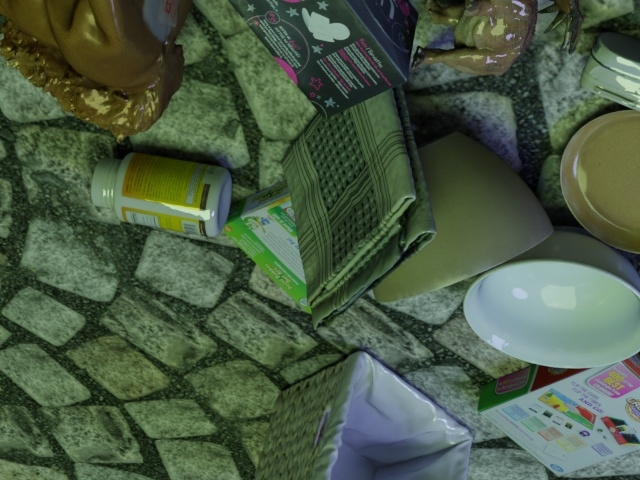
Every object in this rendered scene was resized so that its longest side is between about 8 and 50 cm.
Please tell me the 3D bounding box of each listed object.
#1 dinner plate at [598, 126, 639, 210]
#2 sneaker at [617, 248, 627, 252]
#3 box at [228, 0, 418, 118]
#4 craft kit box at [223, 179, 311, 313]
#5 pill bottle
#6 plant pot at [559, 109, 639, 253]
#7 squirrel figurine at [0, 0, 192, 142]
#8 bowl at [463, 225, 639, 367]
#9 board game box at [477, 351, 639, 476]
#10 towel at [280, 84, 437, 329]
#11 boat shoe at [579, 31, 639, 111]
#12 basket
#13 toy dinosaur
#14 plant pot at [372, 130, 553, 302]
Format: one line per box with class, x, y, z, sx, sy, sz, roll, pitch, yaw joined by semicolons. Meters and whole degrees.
dinner plate;0.478;-0.106;1.799;0.141;0.017;0.141;14;126;20
sneaker;0.513;-0.040;1.853;0.089;0.051;0.170;9;141;2
box;0.006;-0.319;1.633;0.142;0.163;0.247;-20;127;30
craft kit box;0.000;0.000;2.062;0.246;0.061;0.250;-23;125;33
pill bottle;-0.260;-0.079;2.012;0.215;0.117;0.117;10;138;7
plant pot;0.467;-0.088;1.785;0.236;0.032;0.236;15;126;21
squirrel figurine;-0.374;-0.325;1.679;0.370;0.281;0.397;13;136;14
bowl;0.379;0.070;1.942;0.297;0.134;0.298;9;145;7
board game box;0.483;0.302;2.222;0.242;0.064;0.316;40;133;-24
towel;0.039;-0.072;1.784;0.056;0.324;0.312;8;146;-32
boat shoe;0.481;-0.190;1.658;0.267;0.096;0.088;20;128;-2
basket;0.068;0.446;2.318;0.331;0.328;0.266;40;136;-24
toy dinosaur;0.244;-0.284;1.631;0.200;0.127;0.296;14;149;-18
plant pot;0.178;-0.051;1.822;0.284;0.284;0.191;-19;95;34
